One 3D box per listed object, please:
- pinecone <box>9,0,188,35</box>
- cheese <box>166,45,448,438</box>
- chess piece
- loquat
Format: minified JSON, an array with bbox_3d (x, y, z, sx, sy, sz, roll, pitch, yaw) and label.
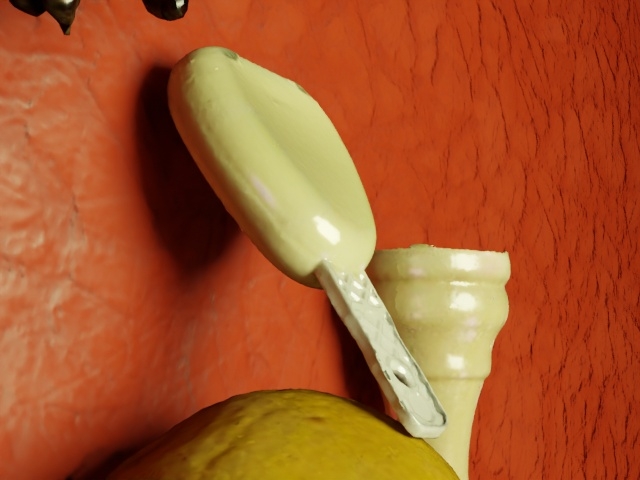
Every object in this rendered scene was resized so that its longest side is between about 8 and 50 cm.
[{"bbox_3d":[-0.073,-0.232,0.407,0.298,0.242,0.295,23,80,-17],"label":"pinecone"},{"bbox_3d":[0.000,0.000,0.535,0.127,0.054,0.251,17,36,-52],"label":"cheese"},{"bbox_3d":[0.077,0.204,0.682,0.117,0.117,0.397,6,83,-53],"label":"chess piece"},{"bbox_3d":[-0.018,0.175,0.472,0.208,0.208,0.208,9,78,-53],"label":"loquat"}]
